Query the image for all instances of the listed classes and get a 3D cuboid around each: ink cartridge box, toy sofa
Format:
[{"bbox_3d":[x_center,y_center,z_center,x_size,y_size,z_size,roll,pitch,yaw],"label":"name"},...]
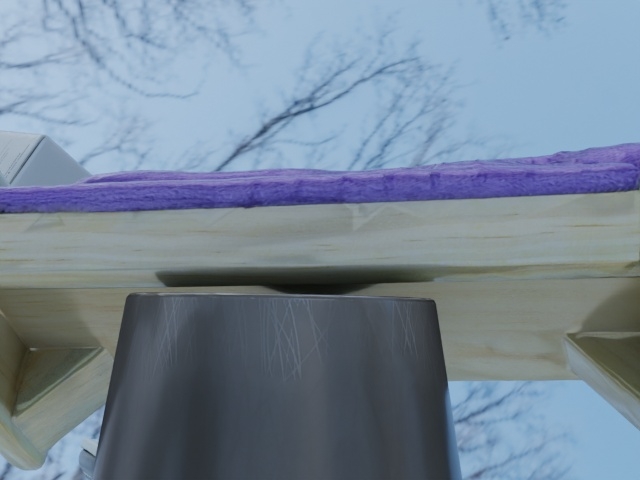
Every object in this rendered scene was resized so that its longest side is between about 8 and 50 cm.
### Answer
[{"bbox_3d":[-0.244,-0.028,1.291,0.127,0.072,0.175,42,-19,-32],"label":"ink cartridge box"},{"bbox_3d":[0.000,0.000,0.729,0.362,0.177,0.150,-2,-33,16],"label":"toy sofa"}]

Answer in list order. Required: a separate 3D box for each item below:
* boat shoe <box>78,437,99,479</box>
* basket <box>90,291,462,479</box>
[{"bbox_3d":[-0.147,0.264,1.456,0.319,0.116,0.099,17,-91,52],"label":"boat shoe"},{"bbox_3d":[-0.016,0.135,0.628,0.204,0.154,0.227,2,-93,-6],"label":"basket"}]
